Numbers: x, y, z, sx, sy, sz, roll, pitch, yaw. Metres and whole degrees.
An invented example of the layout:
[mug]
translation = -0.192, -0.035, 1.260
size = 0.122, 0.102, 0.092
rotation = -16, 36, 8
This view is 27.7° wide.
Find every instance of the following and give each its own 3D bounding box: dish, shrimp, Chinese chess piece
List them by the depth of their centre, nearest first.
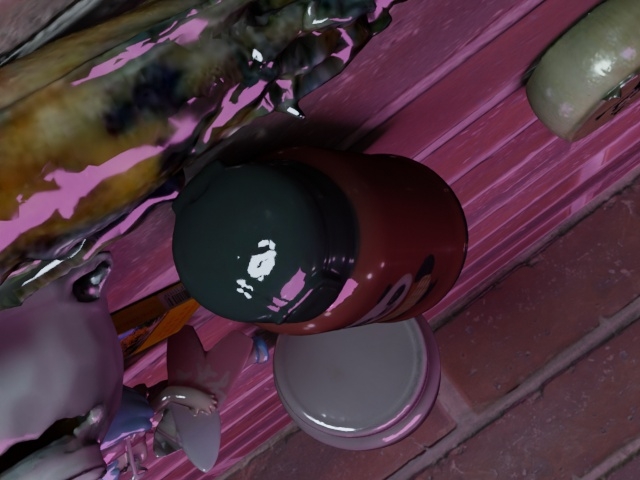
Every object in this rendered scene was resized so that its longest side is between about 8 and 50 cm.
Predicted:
[shrimp]
translation = -0.132, -0.017, 0.616
size = 0.445, 0.085, 0.272
rotation = -33, 175, -1
[dish]
translation = -0.237, 0.146, 0.886
size = 0.303, 0.120, 0.303
rotation = -34, 171, -6
[Chinese chess piece]
translation = 0.290, -0.176, 1.269
size = 0.188, 0.083, 0.188
rotation = -37, 169, -9

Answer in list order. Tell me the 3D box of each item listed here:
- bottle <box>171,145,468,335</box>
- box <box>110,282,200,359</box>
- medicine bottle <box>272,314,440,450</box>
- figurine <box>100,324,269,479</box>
[bottle]
translation = 0.000, 0.000, 0.959
size = 0.144, 0.144, 0.336
rotation = -39, 167, 17
[box]
translation = -0.166, 0.080, 1.094
size = 0.155, 0.023, 0.087
rotation = -26, 169, -41
[medicine bottle]
translation = 0.047, 0.160, 1.629
size = 0.208, 0.208, 0.339
rotation = -36, 170, -1
[figurine]
translation = -0.170, 0.147, 1.233
size = 0.205, 0.103, 0.260
rotation = 4, -155, 43
